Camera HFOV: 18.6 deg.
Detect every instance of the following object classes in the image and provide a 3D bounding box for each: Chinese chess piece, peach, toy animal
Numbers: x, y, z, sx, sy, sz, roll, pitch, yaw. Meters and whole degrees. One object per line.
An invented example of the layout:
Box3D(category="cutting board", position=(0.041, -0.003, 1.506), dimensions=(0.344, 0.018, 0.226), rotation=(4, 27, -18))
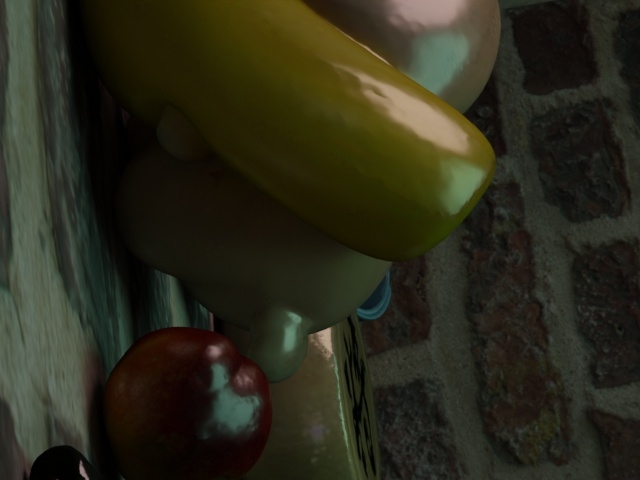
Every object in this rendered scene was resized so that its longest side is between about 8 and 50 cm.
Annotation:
Box3D(category="Chinese chess piece", position=(-0.016, 0.145, 1.713), dimensions=(0.257, 0.104, 0.257), rotation=(-8, 90, -82))
Box3D(category="peach", position=(-0.073, 0.097, 1.060), dimensions=(0.101, 0.101, 0.100), rotation=(-9, 90, -87))
Box3D(category="toy animal", position=(-0.041, -0.081, 1.283), dimensions=(0.345, 0.278, 0.247), rotation=(-79, -169, -50))

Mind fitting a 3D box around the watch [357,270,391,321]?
Box3D(category="watch", position=(0.000, 0.000, 2.156), dimensions=(0.193, 0.211, 0.211), rotation=(-64, 149, -52))

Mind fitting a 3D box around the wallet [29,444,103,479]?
Box3D(category="wallet", position=(-0.065, 0.237, 0.935), dimensions=(0.321, 0.044, 0.170), rotation=(63, 17, -55))
